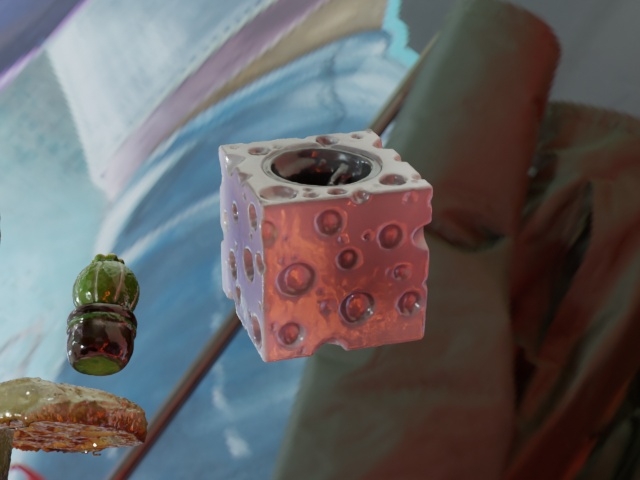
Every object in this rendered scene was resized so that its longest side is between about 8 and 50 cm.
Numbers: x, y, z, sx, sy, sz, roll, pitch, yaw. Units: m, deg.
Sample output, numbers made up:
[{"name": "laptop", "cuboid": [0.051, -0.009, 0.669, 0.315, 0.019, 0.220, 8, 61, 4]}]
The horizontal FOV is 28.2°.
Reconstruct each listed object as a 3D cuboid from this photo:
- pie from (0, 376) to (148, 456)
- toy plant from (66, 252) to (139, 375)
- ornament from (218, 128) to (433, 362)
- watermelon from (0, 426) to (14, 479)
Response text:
[{"name": "pie", "cuboid": [-0.427, 0.289, 2.060, 0.315, 0.092, 0.315, 2, 160, 1]}, {"name": "toy plant", "cuboid": [-0.287, 0.093, 1.683, 0.093, 0.162, 0.092, 0, 149, 0]}, {"name": "ornament", "cuboid": [0.000, 0.000, 1.801, 0.240, 0.239, 0.239, -128, 35, -60]}, {"name": "watermelon", "cuboid": [-0.470, 0.223, 1.280, 0.257, 0.139, 0.193, 13, -175, 28]}]
